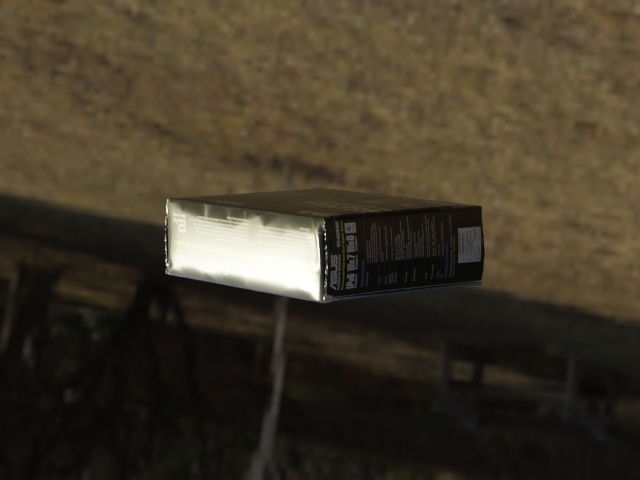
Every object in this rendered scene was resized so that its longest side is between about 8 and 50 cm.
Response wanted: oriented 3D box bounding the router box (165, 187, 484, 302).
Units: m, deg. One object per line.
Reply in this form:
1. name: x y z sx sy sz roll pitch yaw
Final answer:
1. router box: 0.000 0.000 0.865 0.092 0.038 0.122 -6 -172 -38
